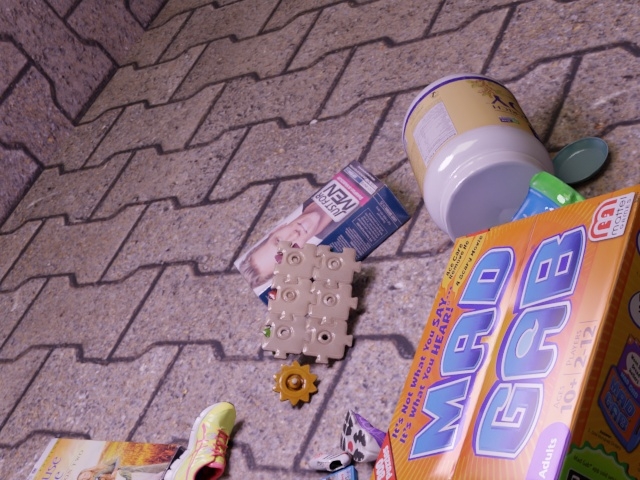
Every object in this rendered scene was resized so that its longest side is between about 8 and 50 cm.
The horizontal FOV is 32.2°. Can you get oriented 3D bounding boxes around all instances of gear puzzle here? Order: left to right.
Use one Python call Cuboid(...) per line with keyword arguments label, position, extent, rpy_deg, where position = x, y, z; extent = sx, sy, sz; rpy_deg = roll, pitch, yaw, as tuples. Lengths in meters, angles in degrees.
Cuboid(label="gear puzzle", position=(-0.021, 0.162, 2.139), extent=(0.175, 0.044, 0.339), rpy_deg=(6, 62, 4))

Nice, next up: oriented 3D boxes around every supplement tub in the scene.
Cuboid(label="supplement tub", position=(0.294, -0.142, 2.060), extent=(0.241, 0.241, 0.331), rpy_deg=(-32, 33, 13))

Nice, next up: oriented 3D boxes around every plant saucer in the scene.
Cuboid(label="plant saucer", position=(0.485, -0.143, 2.069), extent=(0.119, 0.021, 0.119), rpy_deg=(-28, 33, 20))

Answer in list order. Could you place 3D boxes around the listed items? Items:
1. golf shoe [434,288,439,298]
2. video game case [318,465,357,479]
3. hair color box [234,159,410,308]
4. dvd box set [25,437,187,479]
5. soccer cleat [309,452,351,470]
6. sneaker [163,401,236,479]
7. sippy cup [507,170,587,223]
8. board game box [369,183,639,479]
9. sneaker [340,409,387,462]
Cuboid(label="golf shoe", position=(0.244, 0.174, 1.843), extent=(0.140, 0.115, 0.306), rpy_deg=(-44, 29, 4))
Cuboid(label="video game case", position=(-0.011, 0.453, 1.845), extent=(0.166, 0.015, 0.119), rpy_deg=(-28, 33, 19))
Cuboid(label="hair color box", position=(0.000, 0.000, 2.319), extent=(0.347, 0.105, 0.174), rpy_deg=(-41, 31, -2))
Cuboid(label="dvd box set", position=(-0.463, 0.533, 2.174), extent=(0.420, 0.062, 0.308), rpy_deg=(-6, 44, 42))
Cuboid(label="soccer cleat", position=(0.014, 0.380, 1.892), extent=(0.083, 0.029, 0.035), rpy_deg=(-13, 14, 29))
Cuboid(label="sneaker", position=(-0.204, 0.399, 2.067), extent=(0.094, 0.081, 0.208), rpy_deg=(7, 61, 42))
Cuboid(label="sippy cup", position=(0.371, 0.046, 1.783), extent=(0.224, 0.240, 0.305), rpy_deg=(-49, -14, 5))
Cuboid(label="board game box", position=(0.343, 0.202, 1.327), extent=(0.356, 0.356, 0.356), rpy_deg=(-20, 44, 61))
Cuboid(label="sneaker", position=(0.079, 0.337, 1.864), extent=(0.170, 0.071, 0.068), rpy_deg=(-143, 66, -71))
